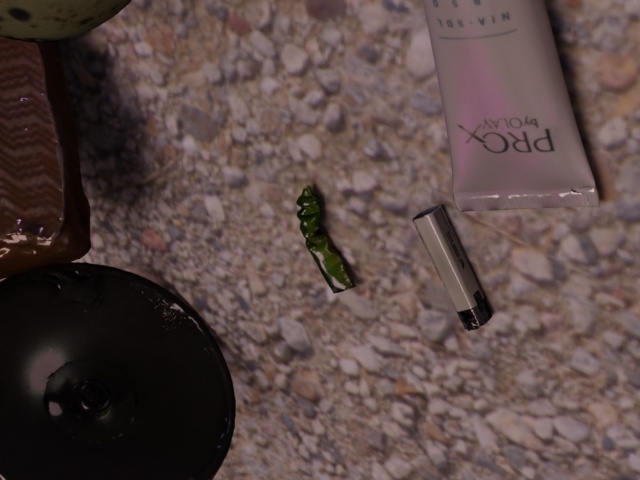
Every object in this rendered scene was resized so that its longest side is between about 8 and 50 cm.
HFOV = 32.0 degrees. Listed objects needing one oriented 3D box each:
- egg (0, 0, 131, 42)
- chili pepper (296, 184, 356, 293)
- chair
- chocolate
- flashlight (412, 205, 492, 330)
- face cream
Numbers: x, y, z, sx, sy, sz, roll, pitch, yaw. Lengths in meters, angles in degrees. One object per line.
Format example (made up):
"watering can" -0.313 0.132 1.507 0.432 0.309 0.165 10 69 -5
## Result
"egg" -0.182 -0.238 0.694 0.177 0.177 0.228 8 105 36
"chili pepper" 0.000 0.000 0.790 0.083 0.022 0.027 67 167 -13
"chair" -0.251 0.216 0.981 0.226 0.226 0.401 47 136 8
"chocolate" -0.258 -0.078 0.844 0.093 0.149 0.214 79 180 -78
"flashlight" 0.086 0.018 0.730 0.018 0.018 0.083 -18 102 43
"face cream" 0.091 -0.124 0.623 0.092 0.058 0.243 1 121 34
